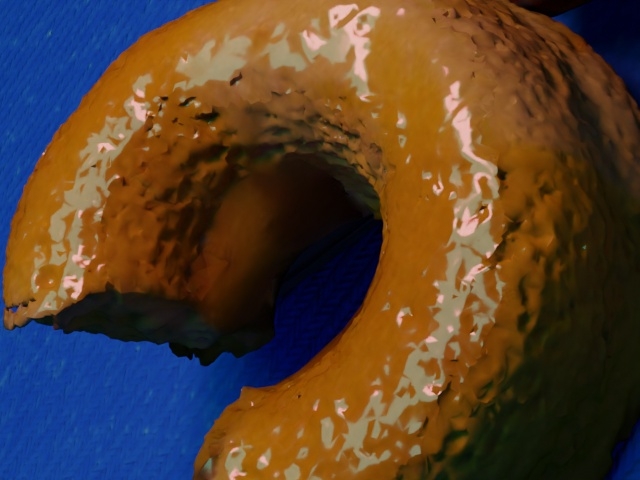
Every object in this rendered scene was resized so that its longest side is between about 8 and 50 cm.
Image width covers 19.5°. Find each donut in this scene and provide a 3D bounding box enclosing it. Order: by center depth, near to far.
[{"bbox_3d":[0.000,0.000,1.129,0.435,0.163,0.377,41,101,37],"label":"donut"}]

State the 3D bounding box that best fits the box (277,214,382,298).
[{"bbox_3d":[-0.031,-0.046,1.345,0.172,0.093,0.124,-38,43,31],"label":"box"}]

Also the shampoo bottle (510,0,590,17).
[{"bbox_3d":[0.148,-0.190,1.135,0.260,0.064,0.102,-166,78,-85],"label":"shampoo bottle"}]
